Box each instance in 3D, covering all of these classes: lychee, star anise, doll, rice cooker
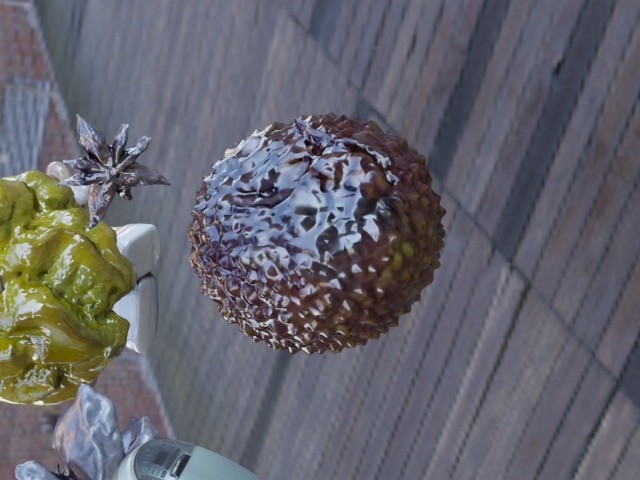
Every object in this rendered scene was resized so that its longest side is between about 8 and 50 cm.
[{"bbox_3d":[0.000,0.000,0.849,0.188,0.188,0.188,-11,77,63],"label":"lychee"},{"bbox_3d":[-0.250,-0.092,1.373,0.129,0.124,0.056,65,169,-25],"label":"star anise"},{"bbox_3d":[-0.427,0.040,1.985,0.423,0.161,0.348,-15,85,34],"label":"doll"},{"bbox_3d":[-0.098,0.263,1.018,0.127,0.206,0.145,-47,4,20],"label":"rice cooker"},{"bbox_3d":[-0.257,0.332,1.297,0.139,0.316,0.359,23,114,42],"label":"star anise"}]

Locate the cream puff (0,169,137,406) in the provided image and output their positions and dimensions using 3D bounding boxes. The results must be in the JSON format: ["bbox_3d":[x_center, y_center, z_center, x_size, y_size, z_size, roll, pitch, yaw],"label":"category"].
[{"bbox_3d":[-0.379,0.056,1.613,0.257,0.291,0.324,-6,53,31],"label":"cream puff"}]

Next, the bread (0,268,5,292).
[{"bbox_3d":[-0.242,-0.023,0.606,0.054,0.136,0.154,90,161,-51],"label":"bread"}]
